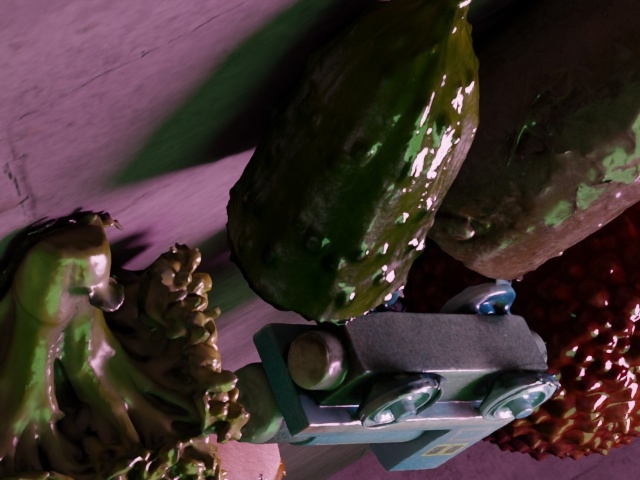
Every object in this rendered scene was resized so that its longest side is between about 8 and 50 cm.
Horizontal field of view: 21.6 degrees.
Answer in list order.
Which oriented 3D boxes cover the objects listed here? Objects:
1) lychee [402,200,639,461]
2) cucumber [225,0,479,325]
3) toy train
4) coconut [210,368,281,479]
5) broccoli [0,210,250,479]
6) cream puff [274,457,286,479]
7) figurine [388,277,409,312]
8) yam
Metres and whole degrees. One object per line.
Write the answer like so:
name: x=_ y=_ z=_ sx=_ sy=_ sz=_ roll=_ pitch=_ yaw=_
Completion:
lychee: x=0.234 y=0.067 z=1.591 sx=0.306 sy=0.306 sz=0.330 roll=-26 pitch=-170 yaw=-23
cucumber: x=0.035 y=-0.067 z=1.010 sx=0.134 sy=0.134 sz=0.244 roll=-22 pitch=153 yaw=-38
toy train: x=0.055 y=0.116 z=1.363 sx=0.194 sy=0.120 sz=0.298 roll=-37 pitch=153 yaw=33
coconut: x=-0.142 y=0.198 z=1.388 sx=0.224 sy=0.224 sz=0.234 roll=-25 pitch=175 yaw=-27
broccoli: x=-0.152 y=0.112 z=1.110 sx=0.242 sy=0.180 sz=0.273 roll=-24 pitch=166 yaw=-29
cream puff: x=-0.117 y=0.273 z=1.996 sx=0.144 sy=0.126 sz=0.103 roll=-39 pitch=153 yaw=-5
figurine: x=0.157 y=0.070 z=1.808 sx=0.222 sy=0.145 sz=0.145 roll=-29 pitch=169 yaw=11
yam: x=0.188 y=-0.103 z=1.150 sx=0.304 sy=0.168 sz=0.168 roll=-36 pitch=167 yaw=29
